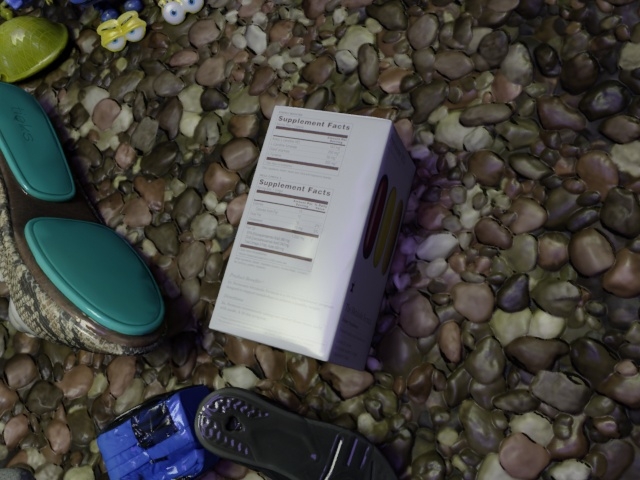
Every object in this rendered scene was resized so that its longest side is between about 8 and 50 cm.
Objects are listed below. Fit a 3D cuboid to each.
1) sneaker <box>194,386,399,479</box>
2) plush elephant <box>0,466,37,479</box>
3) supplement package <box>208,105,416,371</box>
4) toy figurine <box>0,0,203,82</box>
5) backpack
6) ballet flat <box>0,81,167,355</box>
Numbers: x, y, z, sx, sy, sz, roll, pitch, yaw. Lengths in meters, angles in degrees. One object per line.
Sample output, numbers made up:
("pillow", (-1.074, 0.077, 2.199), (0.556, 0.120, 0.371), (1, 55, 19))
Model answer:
("sneaker", (-0.026, 0.219, 0.709), (0.227, 0.130, 0.087), (25, 78, -6))
("plush elephant", (-0.344, 0.417, 0.676), (0.271, 0.255, 0.330), (-22, 62, 1))
("supplement package", (0.000, 0.000, 0.721), (0.133, 0.139, 0.244), (12, 80, 21))
("toy figurine", (-0.351, -0.378, 0.891), (0.362, 0.217, 0.191), (-20, 71, 11))
("backpack", (-0.179, 0.224, 0.741), (0.120, 0.098, 0.101), (-26, 73, 9))
("ballet flat", (-0.350, 0.001, 0.842), (0.483, 0.164, 0.182), (50, 115, 28))
